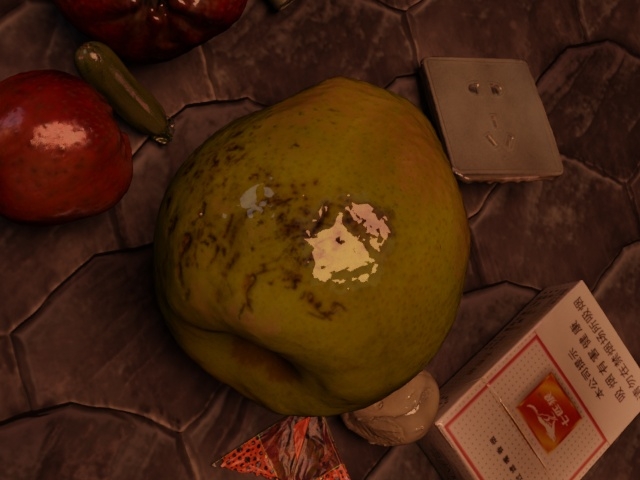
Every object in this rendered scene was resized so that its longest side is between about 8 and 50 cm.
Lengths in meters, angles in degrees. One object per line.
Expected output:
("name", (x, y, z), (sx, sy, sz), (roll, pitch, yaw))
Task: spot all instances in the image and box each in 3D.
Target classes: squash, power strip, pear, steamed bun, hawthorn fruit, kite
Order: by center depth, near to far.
("hawthorn fruit", (-0.313, -0.090, 1.026), (0.200, 0.179, 0.179), (-35, 96, -18))
("pear", (0.000, 0.000, 1.066), (0.391, 0.391, 0.391), (5, 78, -26))
("hawthorn fruit", (-0.207, -0.373, 1.109), (0.254, 0.254, 0.300), (11, 48, -24))
("squash", (-0.233, -0.176, 1.116), (0.183, 0.052, 0.052), (46, 58, -53))
("kite", (-0.021, 0.261, 1.194), (0.222, 0.008, 0.125), (25, 70, -20))
("steamed bun", (0.094, 0.209, 1.206), (0.091, 0.130, 0.112), (58, 41, -41))
("power strip", (0.245, -0.170, 1.377), (0.198, 0.064, 0.213), (-2, 68, -25))

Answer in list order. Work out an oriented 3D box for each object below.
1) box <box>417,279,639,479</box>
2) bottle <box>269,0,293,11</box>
("box", (0.302, 0.237, 1.313), (0.330, 0.095, 0.210), (-37, 97, -26))
("bottle", (-0.091, -0.411, 1.251), (0.072, 0.072, 0.201), (-42, 100, -26))
